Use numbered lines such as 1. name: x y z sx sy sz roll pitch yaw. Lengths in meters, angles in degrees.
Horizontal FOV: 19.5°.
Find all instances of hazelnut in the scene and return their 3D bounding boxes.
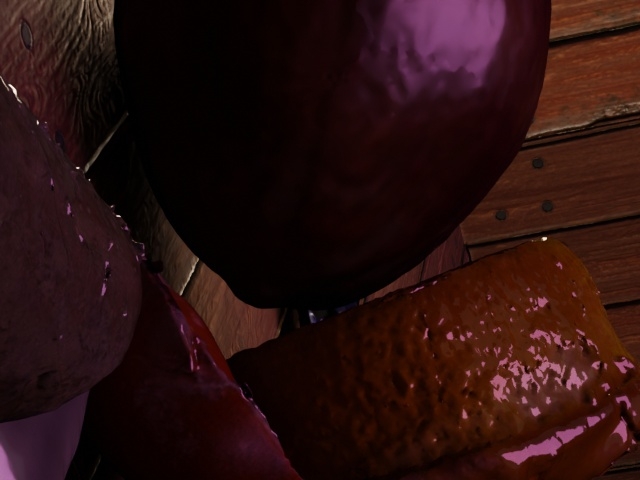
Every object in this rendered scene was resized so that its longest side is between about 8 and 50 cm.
1. hazelnut: 0.010 -0.137 1.537 0.421 0.353 0.420 4 90 -85

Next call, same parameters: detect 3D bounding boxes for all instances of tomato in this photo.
1. tomato: -0.100 0.120 1.272 0.199 0.112 0.228 50 -6 37

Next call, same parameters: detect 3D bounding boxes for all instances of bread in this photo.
1. bread: 0.085 0.145 1.561 0.398 0.398 0.215 -2 70 -78

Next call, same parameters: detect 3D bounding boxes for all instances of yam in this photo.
1. yam: -0.203 -0.019 0.877 0.304 0.168 0.168 59 24 -61

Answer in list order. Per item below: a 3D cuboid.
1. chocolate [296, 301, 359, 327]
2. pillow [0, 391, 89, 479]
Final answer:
1. chocolate: 0.003 0.004 1.959 0.148 0.126 0.343 141 -46 -61
2. pillow: -0.188 0.085 1.068 0.254 0.078 0.144 -80 147 -59
